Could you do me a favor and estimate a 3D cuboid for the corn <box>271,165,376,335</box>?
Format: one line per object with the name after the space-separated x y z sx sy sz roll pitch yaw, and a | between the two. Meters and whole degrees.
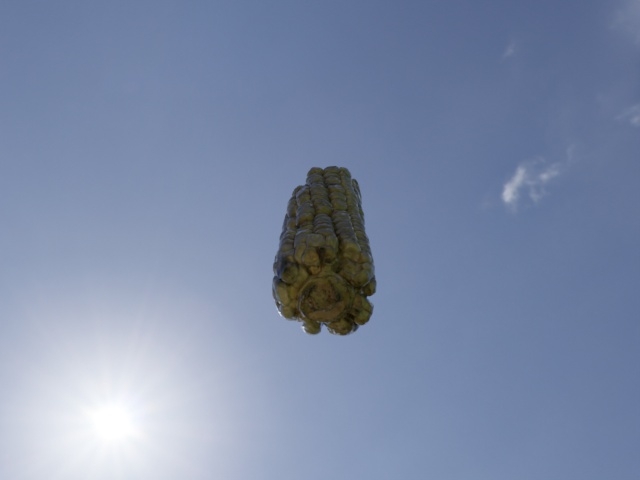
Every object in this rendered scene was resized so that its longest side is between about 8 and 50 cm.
0.000 0.000 0.679 0.087 0.211 0.087 -1 -62 -3 | corn
